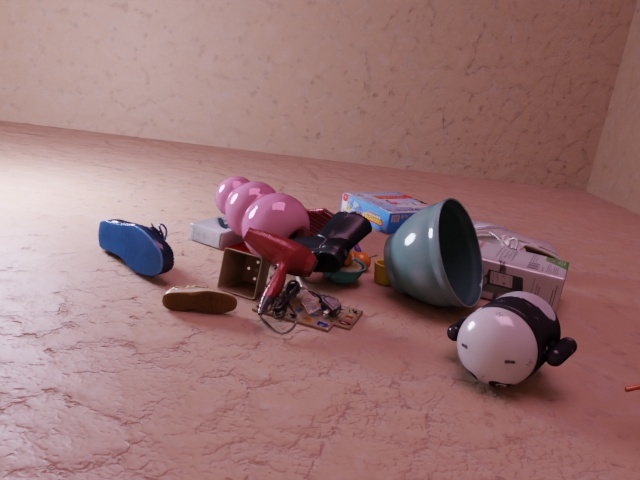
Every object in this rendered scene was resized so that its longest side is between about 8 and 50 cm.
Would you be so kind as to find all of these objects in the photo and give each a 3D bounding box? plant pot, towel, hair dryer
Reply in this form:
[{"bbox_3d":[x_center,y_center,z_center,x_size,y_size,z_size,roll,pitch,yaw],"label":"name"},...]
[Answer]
[{"bbox_3d":[-0.187,0.081,1.550,0.109,0.109,0.096,14,7,19],"label":"plant pot"},{"bbox_3d":[0.294,0.049,1.639,0.196,0.293,0.293,-14,3,33],"label":"plant pot"},{"bbox_3d":[-0.015,-0.057,1.930,0.199,0.031,0.274,29,-18,-38],"label":"towel"},{"bbox_3d":[-0.088,0.074,1.425,0.223,0.080,0.293,-7,51,-47],"label":"hair dryer"}]

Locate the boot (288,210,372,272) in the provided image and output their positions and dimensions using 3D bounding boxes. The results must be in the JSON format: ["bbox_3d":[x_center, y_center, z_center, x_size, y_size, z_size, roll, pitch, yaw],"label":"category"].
[{"bbox_3d":[0.000,0.000,1.675,0.246,0.094,0.207,3,34,32],"label":"boot"}]

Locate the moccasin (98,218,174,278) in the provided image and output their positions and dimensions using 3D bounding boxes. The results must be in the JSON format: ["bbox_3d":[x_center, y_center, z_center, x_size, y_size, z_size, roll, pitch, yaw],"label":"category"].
[{"bbox_3d":[-0.475,-0.002,1.618,0.116,0.138,0.342,-2,20,-44],"label":"moccasin"}]

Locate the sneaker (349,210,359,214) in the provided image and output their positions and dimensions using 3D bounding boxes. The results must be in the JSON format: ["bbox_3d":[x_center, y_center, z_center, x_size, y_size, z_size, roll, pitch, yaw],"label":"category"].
[{"bbox_3d":[0.075,-0.063,2.169,0.118,0.083,0.222,9,18,3],"label":"sneaker"}]

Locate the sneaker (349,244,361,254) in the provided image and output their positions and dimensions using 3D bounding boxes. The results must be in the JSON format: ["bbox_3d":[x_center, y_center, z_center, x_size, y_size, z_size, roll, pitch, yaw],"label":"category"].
[{"bbox_3d":[0.088,-0.005,2.013,0.071,0.068,0.170,15,33,-30],"label":"sneaker"}]

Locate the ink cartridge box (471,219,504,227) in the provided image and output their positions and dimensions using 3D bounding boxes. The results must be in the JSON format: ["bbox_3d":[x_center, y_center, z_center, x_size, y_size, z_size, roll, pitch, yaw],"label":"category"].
[{"bbox_3d":[0.603,-0.009,2.279,0.165,0.065,0.332,13,16,16],"label":"ink cartridge box"}]

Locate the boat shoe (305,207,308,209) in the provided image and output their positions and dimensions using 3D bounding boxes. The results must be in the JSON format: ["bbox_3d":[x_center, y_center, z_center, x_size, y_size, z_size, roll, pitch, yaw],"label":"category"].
[{"bbox_3d":[-0.064,-0.082,2.175,0.070,0.078,0.219,9,15,7],"label":"boat shoe"}]

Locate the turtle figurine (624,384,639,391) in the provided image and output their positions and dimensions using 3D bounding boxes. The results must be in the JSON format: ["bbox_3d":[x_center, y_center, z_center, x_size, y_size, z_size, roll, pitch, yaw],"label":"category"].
[{"bbox_3d":[0.694,0.356,1.082,0.269,0.087,0.217,16,24,-3],"label":"turtle figurine"}]

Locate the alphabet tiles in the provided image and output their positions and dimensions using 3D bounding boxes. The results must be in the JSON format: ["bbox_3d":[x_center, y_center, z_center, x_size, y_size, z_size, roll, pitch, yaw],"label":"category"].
[{"bbox_3d":[-0.022,0.167,1.495,0.237,0.009,0.198,14,17,17],"label":"alphabet tiles"}]

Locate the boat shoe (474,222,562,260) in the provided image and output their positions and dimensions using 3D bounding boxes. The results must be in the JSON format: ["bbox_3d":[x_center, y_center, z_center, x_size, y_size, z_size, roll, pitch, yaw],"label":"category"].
[{"bbox_3d":[0.644,0.048,2.027,0.367,0.136,0.156,16,19,-9],"label":"boat shoe"}]

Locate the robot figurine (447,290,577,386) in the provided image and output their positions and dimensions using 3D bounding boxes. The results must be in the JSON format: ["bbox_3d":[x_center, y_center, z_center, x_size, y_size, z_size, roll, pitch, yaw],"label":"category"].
[{"bbox_3d":[0.406,0.209,1.292,0.278,0.209,0.174,-13,69,-51],"label":"robot figurine"}]

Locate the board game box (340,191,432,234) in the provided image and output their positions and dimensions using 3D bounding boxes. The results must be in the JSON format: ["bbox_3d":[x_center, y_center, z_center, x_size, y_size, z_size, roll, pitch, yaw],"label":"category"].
[{"bbox_3d":[0.292,-0.117,2.447,0.308,0.086,0.302,-4,20,-35],"label":"board game box"}]

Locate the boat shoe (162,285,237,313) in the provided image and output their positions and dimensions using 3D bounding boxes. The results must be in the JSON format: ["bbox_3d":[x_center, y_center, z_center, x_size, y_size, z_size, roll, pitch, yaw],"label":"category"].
[{"bbox_3d":[-0.277,0.129,1.401,0.170,0.063,0.059,6,23,-6],"label":"boat shoe"}]

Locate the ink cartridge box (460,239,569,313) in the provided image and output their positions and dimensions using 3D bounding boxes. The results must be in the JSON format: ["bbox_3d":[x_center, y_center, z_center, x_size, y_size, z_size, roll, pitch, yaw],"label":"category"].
[{"bbox_3d":[0.567,0.103,1.787,0.289,0.122,0.211,15,18,23],"label":"ink cartridge box"}]

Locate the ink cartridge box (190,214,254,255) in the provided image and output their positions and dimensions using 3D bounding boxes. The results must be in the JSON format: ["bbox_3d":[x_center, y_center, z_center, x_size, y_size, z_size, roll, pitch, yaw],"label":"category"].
[{"bbox_3d":[-0.237,-0.023,1.933,0.238,0.060,0.275,16,18,27],"label":"ink cartridge box"}]

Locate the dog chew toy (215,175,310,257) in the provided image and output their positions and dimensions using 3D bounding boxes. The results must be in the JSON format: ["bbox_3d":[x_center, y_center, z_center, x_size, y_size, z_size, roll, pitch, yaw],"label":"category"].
[{"bbox_3d":[-0.189,-0.083,1.816,0.332,0.207,0.206,37,29,27],"label":"dog chew toy"}]

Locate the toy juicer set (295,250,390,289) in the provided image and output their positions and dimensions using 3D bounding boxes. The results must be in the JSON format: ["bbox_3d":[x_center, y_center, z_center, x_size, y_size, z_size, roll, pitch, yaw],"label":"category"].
[{"bbox_3d":[0.042,0.062,1.731,0.329,0.090,0.209,-3,20,-31],"label":"toy juicer set"}]
